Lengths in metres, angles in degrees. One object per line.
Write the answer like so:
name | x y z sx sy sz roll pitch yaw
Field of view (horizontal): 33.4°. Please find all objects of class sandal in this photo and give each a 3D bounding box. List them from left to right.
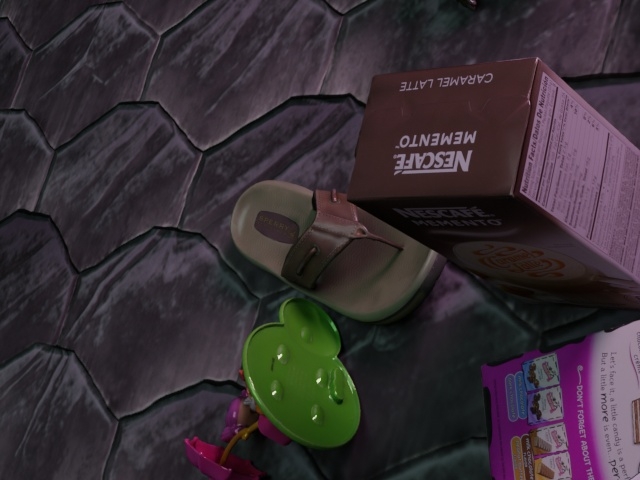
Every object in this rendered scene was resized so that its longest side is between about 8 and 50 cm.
sandal | -0.001 0.001 1.023 0.303 0.086 0.120 13 79 46

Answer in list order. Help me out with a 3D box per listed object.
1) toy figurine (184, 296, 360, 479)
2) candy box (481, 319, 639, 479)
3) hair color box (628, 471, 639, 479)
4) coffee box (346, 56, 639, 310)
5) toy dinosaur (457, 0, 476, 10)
toy figurine | -0.061 0.158 1.001 0.159 0.130 0.173 -44 24 32
candy box | 0.234 0.140 0.746 0.233 0.071 0.159 -22 57 35
hair color box | 0.272 0.266 0.536 0.174 0.105 0.347 -36 63 1
coffee box | 0.153 -0.030 0.778 0.141 0.246 0.098 0 70 44
toy dinosaur | 0.148 -0.335 1.051 0.160 0.121 0.313 -47 40 0
